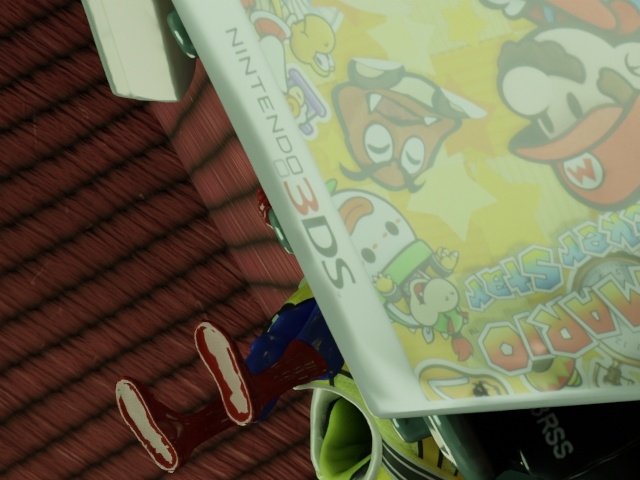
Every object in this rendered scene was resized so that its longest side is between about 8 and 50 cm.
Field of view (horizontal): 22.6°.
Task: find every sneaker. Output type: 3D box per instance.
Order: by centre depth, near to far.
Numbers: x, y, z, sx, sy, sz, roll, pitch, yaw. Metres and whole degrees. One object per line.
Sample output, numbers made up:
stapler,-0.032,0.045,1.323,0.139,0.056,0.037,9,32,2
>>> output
sneaker,0.071,0.140,1.052,0.145,0.147,0.385,46,165,54

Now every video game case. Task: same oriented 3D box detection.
video game case,0.060,-0.044,0.476,0.227,0.026,0.206,-11,110,44

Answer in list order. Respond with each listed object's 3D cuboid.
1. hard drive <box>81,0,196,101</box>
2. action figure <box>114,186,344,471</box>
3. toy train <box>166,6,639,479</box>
hard drive,-0.077,-0.229,0.655,0.353,0.047,0.233,89,-174,-74
action figure,0.000,0.000,0.804,0.280,0.091,0.139,-20,-100,-53
toy train,0.048,-0.034,0.679,0.334,0.142,0.190,61,-179,2
